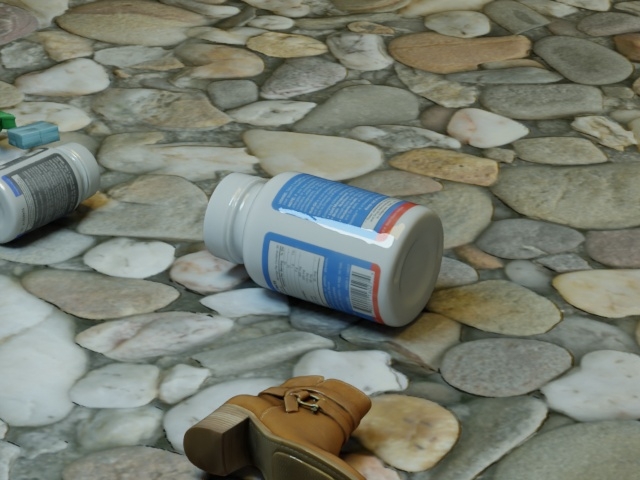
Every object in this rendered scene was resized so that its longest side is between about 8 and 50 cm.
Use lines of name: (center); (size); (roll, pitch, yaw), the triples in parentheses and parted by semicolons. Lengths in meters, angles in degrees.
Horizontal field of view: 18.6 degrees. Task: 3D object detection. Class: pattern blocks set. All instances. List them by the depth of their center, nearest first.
pattern blocks set: (-0.465, -0.094, 2.136); (0.325, 0.026, 0.285); (-21, 22, -37)

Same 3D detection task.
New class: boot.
boot: (0.001, 0.170, 1.661); (0.197, 0.073, 0.152); (23, 29, 31)

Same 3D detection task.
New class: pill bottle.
pill bottle: (0.000, 0.000, 1.942); (0.221, 0.124, 0.124); (17, 30, 26)
pill bottle: (-0.304, -0.054, 2.080); (0.078, 0.078, 0.137); (20, 32, 32)
